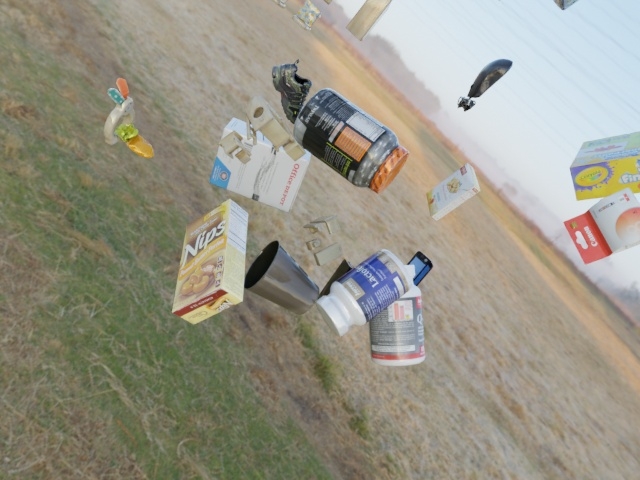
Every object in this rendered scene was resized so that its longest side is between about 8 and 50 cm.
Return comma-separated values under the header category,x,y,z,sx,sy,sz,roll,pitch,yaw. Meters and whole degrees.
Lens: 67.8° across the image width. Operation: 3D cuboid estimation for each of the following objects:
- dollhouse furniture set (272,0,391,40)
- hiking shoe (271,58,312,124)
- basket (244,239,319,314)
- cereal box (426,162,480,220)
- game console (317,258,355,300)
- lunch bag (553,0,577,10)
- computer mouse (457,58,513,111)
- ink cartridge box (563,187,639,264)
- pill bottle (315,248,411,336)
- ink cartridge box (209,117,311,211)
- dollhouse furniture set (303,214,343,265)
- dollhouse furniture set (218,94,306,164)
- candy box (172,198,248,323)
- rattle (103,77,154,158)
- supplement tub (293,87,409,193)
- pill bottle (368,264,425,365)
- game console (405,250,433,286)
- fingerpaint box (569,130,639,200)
category,x,y,z,sx,sy,sz,roll,pitch,yaw
dollhouse furniture set,0.048,-0.901,1.677,0.394,0.362,0.256,39,19,-9
hiking shoe,-0.075,-0.481,1.581,0.086,0.114,0.227,-84,156,-43
basket,-0.125,0.148,1.660,0.227,0.154,0.205,42,60,-25
cereal box,0.585,-0.216,2.119,0.047,0.240,0.173,34,36,-25
game console,0.077,0.206,1.787,0.043,0.213,0.361,32,7,-15
lunch bag,0.604,-0.706,1.195,0.219,0.090,0.176,15,49,-62
computer mouse,0.679,-0.667,1.998,0.072,0.272,0.188,43,16,-11
ink cartridge box,0.758,-0.038,1.260,0.045,0.179,0.146,31,40,-50
pill bottle,0.124,0.155,1.400,0.153,0.264,0.153,50,-15,19
ink cartridge box,-0.271,-0.342,2.184,0.394,0.286,0.166,21,31,-7
dollhouse furniture set,0.000,0.000,1.862,0.123,0.144,0.151,0,-67,59
dollhouse furniture set,-0.161,-0.267,1.279,0.182,0.160,0.101,39,21,-56
candy box,-0.302,0.054,1.331,0.087,0.182,0.317,42,32,-41
rattle,-0.558,-0.355,1.412,0.142,0.200,0.130,41,34,10
supplement tub,0.098,-0.309,1.508,0.338,0.207,0.207,39,15,11
pill bottle,0.285,0.279,1.821,0.210,0.210,0.364,4,82,-66
game console,0.427,0.132,2.125,0.124,0.144,0.085,45,15,27
fingerpaint box,1.306,-0.325,1.952,0.371,0.444,0.163,-38,114,-46
